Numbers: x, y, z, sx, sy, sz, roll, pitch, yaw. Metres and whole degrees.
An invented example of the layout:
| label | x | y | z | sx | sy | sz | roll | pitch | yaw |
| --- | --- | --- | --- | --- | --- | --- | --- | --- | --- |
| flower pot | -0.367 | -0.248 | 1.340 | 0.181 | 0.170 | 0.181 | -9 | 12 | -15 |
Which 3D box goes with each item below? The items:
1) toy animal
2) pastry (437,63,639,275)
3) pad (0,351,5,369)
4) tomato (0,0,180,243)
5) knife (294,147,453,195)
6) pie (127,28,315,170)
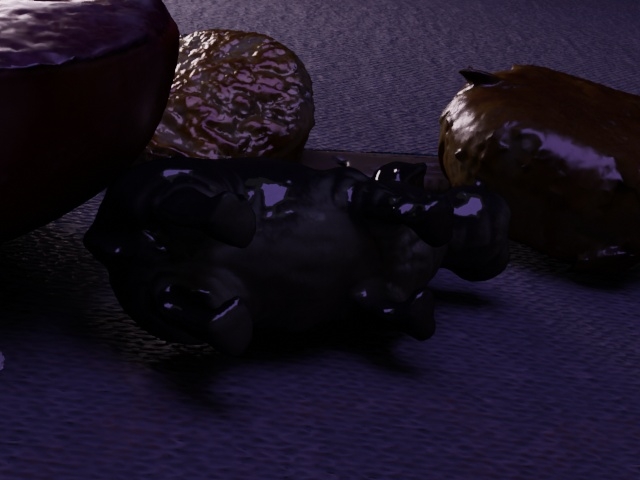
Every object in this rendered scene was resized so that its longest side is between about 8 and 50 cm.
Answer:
| label | x | y | z | sx | sy | sz | roll | pitch | yaw |
| --- | --- | --- | --- | --- | --- | --- | --- | --- | --- |
| toy animal | 0.016 | 0.003 | 0.786 | 0.168 | 0.106 | 0.343 | 13 | 12 | 37 |
| pastry | 0.202 | -0.060 | 0.995 | 0.218 | 0.100 | 0.229 | 9 | 28 | -10 |
| pad | -0.300 | 0.046 | 0.677 | 0.232 | 0.004 | 0.156 | -3 | 22 | -30 |
| tomato | -0.250 | -0.065 | 0.754 | 0.334 | 0.176 | 0.289 | -12 | 25 | -32 |
| knife | 0.136 | -0.054 | 1.095 | 0.365 | 0.043 | 0.089 | 0 | 20 | -17 |
| pie | -0.104 | -0.104 | 1.053 | 0.205 | 0.084 | 0.179 | 18 | 47 | 32 |
